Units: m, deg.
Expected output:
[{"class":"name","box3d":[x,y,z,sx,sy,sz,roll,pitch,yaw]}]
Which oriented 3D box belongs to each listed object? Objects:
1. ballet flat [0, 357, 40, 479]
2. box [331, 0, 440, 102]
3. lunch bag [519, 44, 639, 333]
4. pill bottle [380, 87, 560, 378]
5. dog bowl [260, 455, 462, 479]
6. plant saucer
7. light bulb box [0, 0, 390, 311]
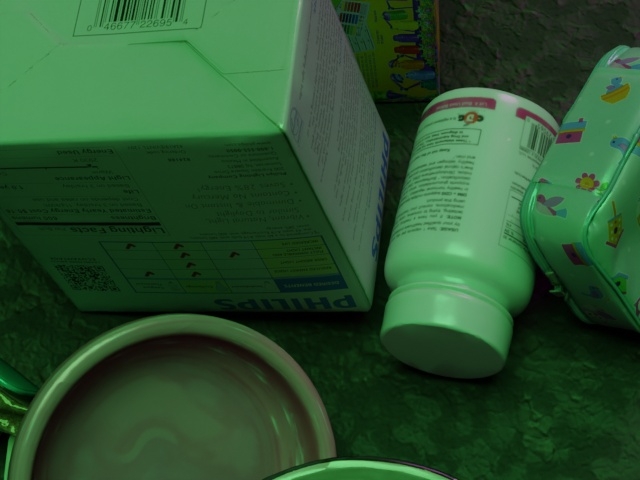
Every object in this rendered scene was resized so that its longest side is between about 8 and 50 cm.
[{"class":"ballet flat","box3d":[-0.316,0.207,1.672,0.342,0.116,0.124,28,86,15]},{"class":"box","box3d":[-0.007,-0.303,1.791,0.279,0.290,0.177,-1,62,5]},{"class":"lunch bag","box3d":[0.328,-0.047,1.663,0.108,0.224,0.279,12,62,40]},{"class":"pill bottle","box3d":[0.158,-0.007,1.689,0.160,0.160,0.283,10,63,11]},{"class":"dog bowl","box3d":[0.038,0.413,1.448,0.408,0.150,0.408,1,72,-2]},{"class":"plant saucer","box3d":[-0.148,0.235,1.561,0.332,0.084,0.332,-1,93,-21]},{"class":"light bulb box","box3d":[-0.142,-0.100,1.634,0.358,0.361,0.225,-1,61,16]}]
